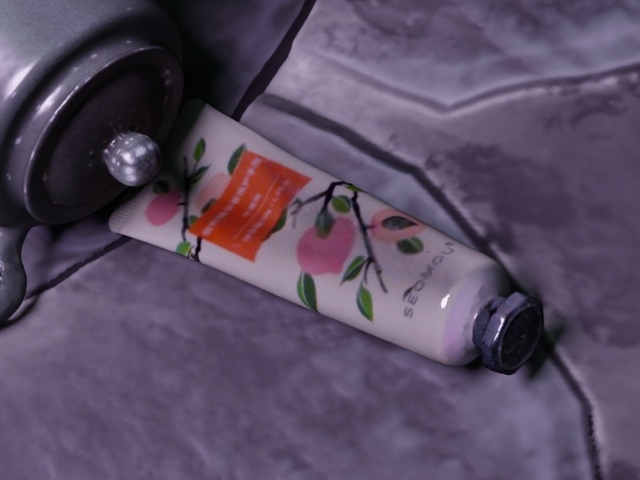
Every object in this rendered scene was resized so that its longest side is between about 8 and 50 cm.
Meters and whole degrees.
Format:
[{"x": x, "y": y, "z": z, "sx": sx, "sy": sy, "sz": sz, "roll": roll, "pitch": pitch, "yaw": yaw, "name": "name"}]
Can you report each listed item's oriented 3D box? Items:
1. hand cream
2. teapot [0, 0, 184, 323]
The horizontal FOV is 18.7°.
[{"x": 0.000, "y": 0.000, "z": 0.895, "sx": 0.234, "sy": 0.050, "sz": 0.080, "roll": 25, "pitch": 74, "yaw": 35, "name": "hand cream"}, {"x": -0.135, "y": -0.065, "z": 0.925, "sx": 0.149, "sy": 0.162, "sz": 0.239, "roll": 39, "pitch": 103, "yaw": 21, "name": "teapot"}]
